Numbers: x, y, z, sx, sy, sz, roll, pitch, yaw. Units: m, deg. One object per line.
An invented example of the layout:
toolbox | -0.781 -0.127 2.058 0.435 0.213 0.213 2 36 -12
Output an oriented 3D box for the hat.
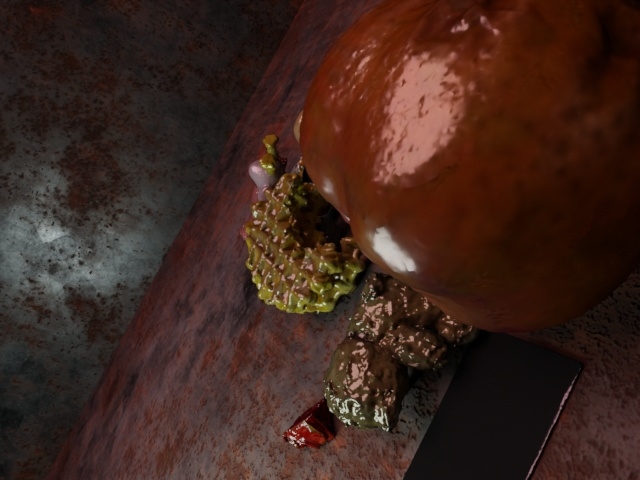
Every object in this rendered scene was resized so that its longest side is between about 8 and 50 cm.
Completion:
hat | -0.167 -0.137 1.878 0.236 0.107 0.286 -101 32 -70

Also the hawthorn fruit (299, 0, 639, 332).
hawthorn fruit | 0.217 -0.132 0.718 0.472 0.472 0.471 -45 28 32

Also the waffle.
waffle | -0.042 0.014 1.319 0.261 0.151 0.324 -50 45 27

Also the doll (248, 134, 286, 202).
doll | -0.116 -0.097 1.528 0.365 0.094 0.160 77 -168 -47

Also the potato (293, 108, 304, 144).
potato | -0.025 -0.360 1.851 0.147 0.112 0.112 -55 24 6

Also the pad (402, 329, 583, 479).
pad | 0.212 0.269 0.792 0.299 0.005 0.202 -63 24 -5

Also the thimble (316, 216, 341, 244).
thimble | 0.000 0.000 1.445 0.084 0.062 0.110 10 73 64

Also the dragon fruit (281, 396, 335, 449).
dragon fruit | -0.023 0.366 1.118 0.131 0.063 0.097 -44 -7 27

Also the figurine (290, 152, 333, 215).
figurine | 0.006 -0.163 1.535 0.176 0.133 0.236 -60 27 9

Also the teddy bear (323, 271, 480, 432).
teddy bear | 0.101 0.177 0.933 0.267 0.156 0.256 -4 62 62
